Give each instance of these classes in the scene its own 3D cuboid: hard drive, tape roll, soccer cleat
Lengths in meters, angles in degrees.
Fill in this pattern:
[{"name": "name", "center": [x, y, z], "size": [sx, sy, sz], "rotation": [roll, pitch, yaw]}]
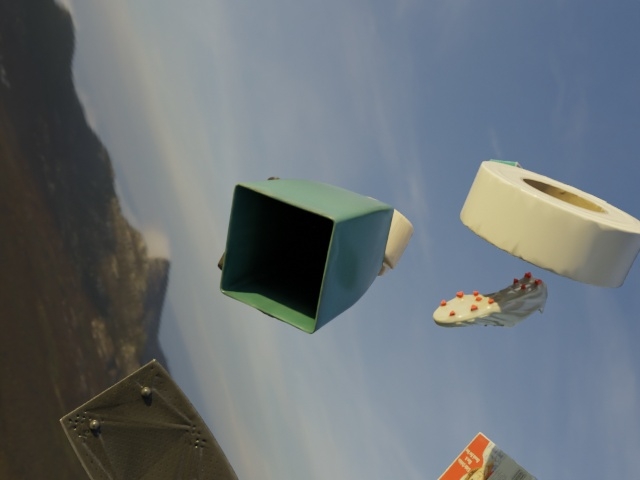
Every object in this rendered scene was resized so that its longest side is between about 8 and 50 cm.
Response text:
[{"name": "hard drive", "center": [-0.227, 0.311, 1.142], "size": [0.255, 0.172, 0.054], "rotation": [58, -5, -4]}, {"name": "tape roll", "center": [0.376, -0.031, 1.319], "size": [0.100, 0.286, 0.286], "rotation": [-70, -155, 16]}, {"name": "soccer cleat", "center": [0.276, 0.114, 1.303], "size": [0.068, 0.196, 0.076], "rotation": [-125, -159, -61]}]

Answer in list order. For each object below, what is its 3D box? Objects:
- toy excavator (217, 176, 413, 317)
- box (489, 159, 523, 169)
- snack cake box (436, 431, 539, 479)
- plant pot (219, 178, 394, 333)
[{"name": "toy excavator", "center": [0.020, 0.023, 1.567], "size": [0.445, 0.222, 0.433], "rotation": [16, -23, 33]}, {"name": "box", "center": [0.400, -0.068, 1.639], "size": [0.060, 0.101, 0.244], "rotation": [13, -12, 38]}, {"name": "snack cake box", "center": [0.334, 0.488, 1.568], "size": [0.089, 0.152, 0.264], "rotation": [42, -3, -10]}, {"name": "plant pot", "center": [0.000, 0.000, 1.182], "size": [0.165, 0.234, 0.166], "rotation": [21, -67, 28]}]
